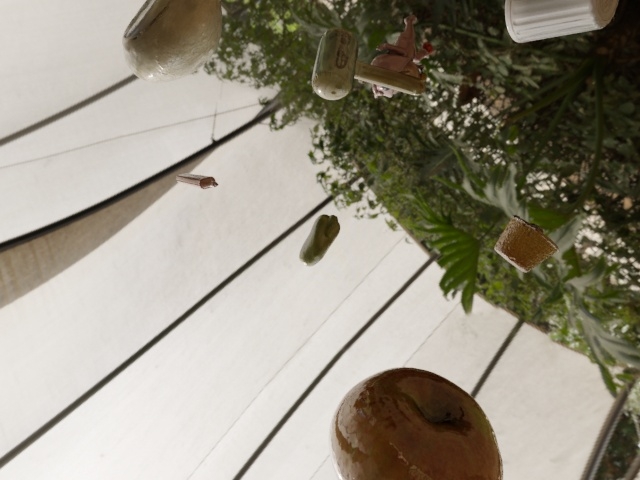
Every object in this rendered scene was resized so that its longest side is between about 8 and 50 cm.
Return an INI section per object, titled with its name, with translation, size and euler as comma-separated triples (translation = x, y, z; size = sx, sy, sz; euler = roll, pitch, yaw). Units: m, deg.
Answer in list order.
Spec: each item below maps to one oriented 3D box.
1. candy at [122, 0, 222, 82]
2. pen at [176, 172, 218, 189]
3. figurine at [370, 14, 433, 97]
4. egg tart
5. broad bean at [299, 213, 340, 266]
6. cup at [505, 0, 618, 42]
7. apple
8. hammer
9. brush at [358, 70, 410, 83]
[candy]
translation = -0.362, -0.523, 1.121
size = 0.185, 0.295, 0.295
euler = 37, -166, -46
[pen]
translation = -0.358, -0.175, 1.299
size = 0.197, 0.032, 0.053
euler = 15, -152, 41
[figurine]
translation = 0.292, -0.628, 1.550
size = 0.186, 0.287, 0.176
euler = 32, 168, 15
[egg tart]
translation = 0.778, 0.016, 1.679
size = 0.215, 0.170, 0.215
euler = 38, -171, -7
[broad bean]
translation = 0.000, 0.000, 1.330
size = 0.082, 0.174, 0.124
euler = 24, -176, -10
[cup]
translation = 0.591, -0.589, 1.059
size = 0.202, 0.221, 0.166
euler = 20, 149, 48
[apple]
translation = 0.219, 0.508, 1.050
size = 0.401, 0.333, 0.400
euler = 13, -155, -6
[hammer]
translation = 0.136, -0.449, 1.184
size = 0.306, 0.201, 0.113
euler = 12, 159, -6
[brush]
translation = 0.203, -0.515, 1.387
size = 0.043, 0.170, 0.014
euler = -117, 16, -55
